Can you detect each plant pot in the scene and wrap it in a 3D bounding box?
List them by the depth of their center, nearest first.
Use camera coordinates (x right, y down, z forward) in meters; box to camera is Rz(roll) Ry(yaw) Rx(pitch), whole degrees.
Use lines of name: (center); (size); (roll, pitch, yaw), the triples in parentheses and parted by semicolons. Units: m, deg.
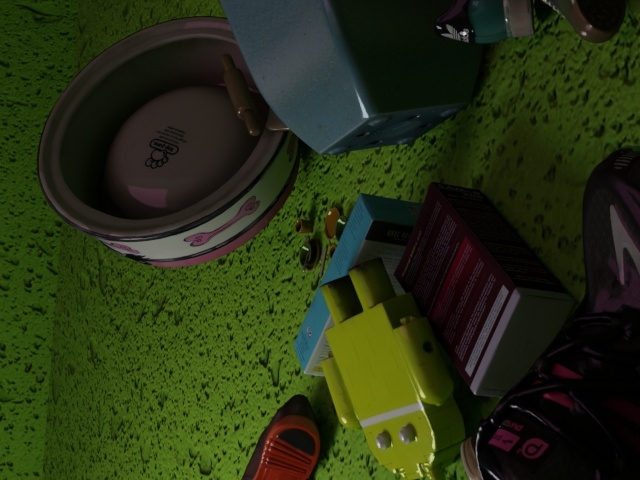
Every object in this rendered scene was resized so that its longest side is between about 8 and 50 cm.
plant pot: (0.057, -0.246, 1.582); (0.248, 0.247, 0.252); (-30, 74, 59)

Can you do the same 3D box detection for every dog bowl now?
dog bowl: (-0.211, -0.137, 1.970); (0.150, 0.408, 0.408); (61, -165, -53)

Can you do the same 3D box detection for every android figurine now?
android figurine: (0.080, 0.162, 1.502); (0.248, 0.056, 0.273); (-29, 79, 62)

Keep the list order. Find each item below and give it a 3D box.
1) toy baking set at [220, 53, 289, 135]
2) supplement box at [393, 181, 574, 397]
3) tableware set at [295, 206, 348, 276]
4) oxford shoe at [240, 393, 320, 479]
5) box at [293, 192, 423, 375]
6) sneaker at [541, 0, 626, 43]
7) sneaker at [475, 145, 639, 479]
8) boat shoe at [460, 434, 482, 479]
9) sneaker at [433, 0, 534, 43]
toy baking set: (-0.038, -0.229, 1.852); (0.030, 0.197, 0.256); (60, -170, -53)
supplement box: (0.171, 0.050, 1.423); (0.130, 0.073, 0.239); (-69, 29, 25)
tableware set: (0.000, 0.000, 1.856); (0.154, 0.024, 0.104); (24, 104, 64)
oxford shoe: (-0.065, 0.338, 1.838); (0.098, 0.097, 0.271); (-86, 21, -62)
box: (0.056, 0.062, 1.629); (0.244, 0.100, 0.060); (-66, 29, 28)
sneaker: (0.261, -0.267, 1.355); (0.086, 0.064, 0.192); (122, 147, -54)
sneaker: (0.241, 0.155, 1.093); (0.185, 0.202, 0.483); (-1, 82, 64)
boat shoe: (0.192, 0.251, 1.354); (0.045, 0.050, 0.135); (-60, 42, 31)
sneaker: (0.169, -0.363, 1.463); (0.108, 0.121, 0.302); (58, -152, -68)
